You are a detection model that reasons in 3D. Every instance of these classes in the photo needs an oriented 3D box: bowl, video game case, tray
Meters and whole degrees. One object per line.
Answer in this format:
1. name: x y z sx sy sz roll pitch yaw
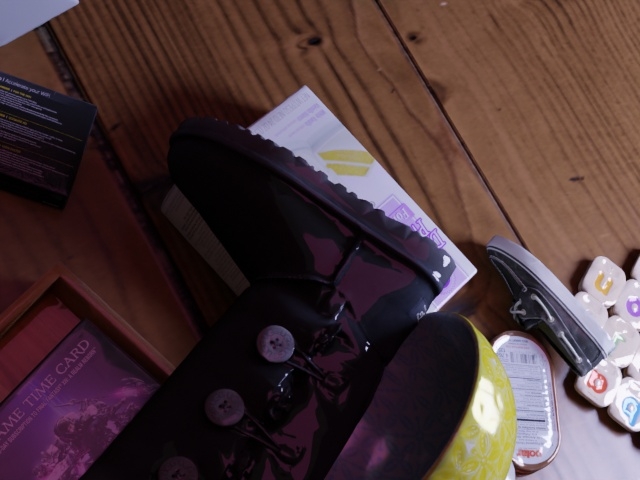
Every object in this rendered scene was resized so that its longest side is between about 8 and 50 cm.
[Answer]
1. bowl: 0.113 0.235 1.230 0.156 0.289 0.289 39 58 -20
2. video game case: -0.211 0.239 1.215 0.274 0.026 0.196 41 59 0
3. tray: -0.212 0.238 1.271 0.411 0.076 0.203 43 59 -1

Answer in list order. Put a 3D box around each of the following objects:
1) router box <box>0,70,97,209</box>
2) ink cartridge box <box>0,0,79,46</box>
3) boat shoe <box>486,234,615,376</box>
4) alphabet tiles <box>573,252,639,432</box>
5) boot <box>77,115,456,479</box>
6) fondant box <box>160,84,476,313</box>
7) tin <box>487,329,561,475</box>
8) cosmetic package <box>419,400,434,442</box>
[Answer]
1. router box: -0.371 -0.128 1.381 0.179 0.046 0.133 20 61 -14
2. ink cartridge box: -0.434 -0.417 1.365 0.129 0.223 0.307 -26 76 12
3. boat shoe: 0.292 0.086 1.541 0.070 0.078 0.219 -42 76 -9
4. alphabet tiles: 0.471 0.151 1.620 0.284 0.021 0.278 37 59 -4
5. boot: -0.121 0.118 1.218 0.367 0.146 0.445 29 71 17
6. fondant box: 0.000 0.000 1.450 0.330 0.096 0.238 48 59 2
7. tin: 0.256 0.208 1.499 0.106 0.040 0.189 5 66 -16
8. cosmetic package: 0.156 0.279 1.379 0.085 0.117 0.231 -11 73 -24
